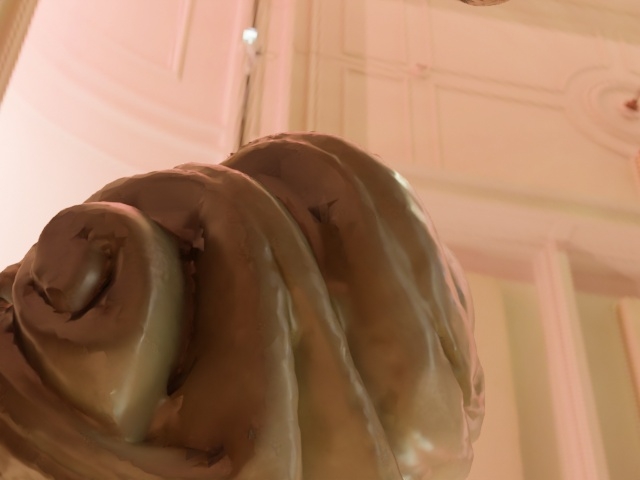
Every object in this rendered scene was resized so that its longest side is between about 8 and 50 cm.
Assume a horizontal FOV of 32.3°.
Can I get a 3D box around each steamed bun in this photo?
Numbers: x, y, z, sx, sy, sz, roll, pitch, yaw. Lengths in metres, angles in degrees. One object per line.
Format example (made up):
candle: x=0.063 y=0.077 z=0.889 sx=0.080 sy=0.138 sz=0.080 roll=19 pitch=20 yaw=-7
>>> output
steamed bun: x=-0.085 y=0.071 z=0.682 sx=0.247 sy=0.352 sz=0.339 roll=54 pitch=-160 yaw=-24

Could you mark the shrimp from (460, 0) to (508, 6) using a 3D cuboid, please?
shrimp: x=0.041 y=-0.152 z=0.502 sx=0.126 sy=0.047 sz=0.223 roll=36 pitch=-168 yaw=-2
